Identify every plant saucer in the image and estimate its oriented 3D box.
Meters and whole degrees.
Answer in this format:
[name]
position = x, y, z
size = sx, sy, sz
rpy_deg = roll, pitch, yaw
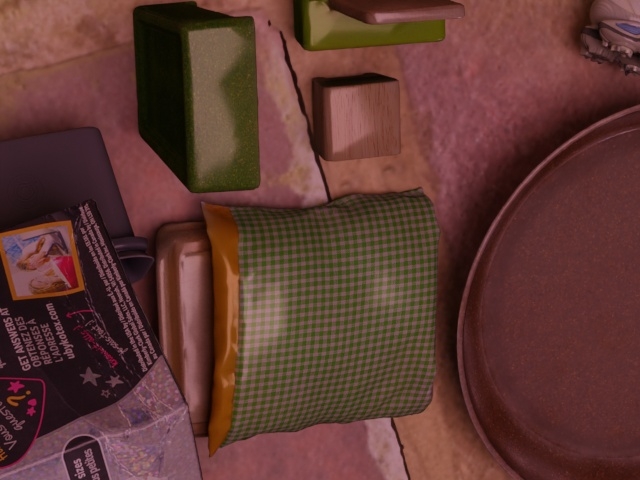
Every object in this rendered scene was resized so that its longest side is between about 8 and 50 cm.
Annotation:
[plant saucer]
position = 0.234, 0.045, 1.229
size = 0.311, 0.050, 0.310
rpy_deg = -5, 109, -15

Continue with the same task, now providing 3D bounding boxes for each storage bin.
[storage bin]
position = -0.179, -0.011, 1.075
size = 0.135, 0.098, 0.091
rpy_deg = -10, 78, -15

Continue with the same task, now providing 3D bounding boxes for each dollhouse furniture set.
[dollhouse furniture set]
position = 0.000, 0.000, 1.096
size = 0.198, 0.151, 0.301
rpy_deg = -6, 105, -17

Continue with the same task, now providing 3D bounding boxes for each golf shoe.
[golf shoe]
position = 0.261, -0.139, 1.200
size = 0.176, 0.069, 0.086
rpy_deg = 21, 79, -29

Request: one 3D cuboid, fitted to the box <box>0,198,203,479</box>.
[box]
position = -0.152, 0.130, 1.017
size = 0.142, 0.163, 0.247
rpy_deg = -20, 143, -11
